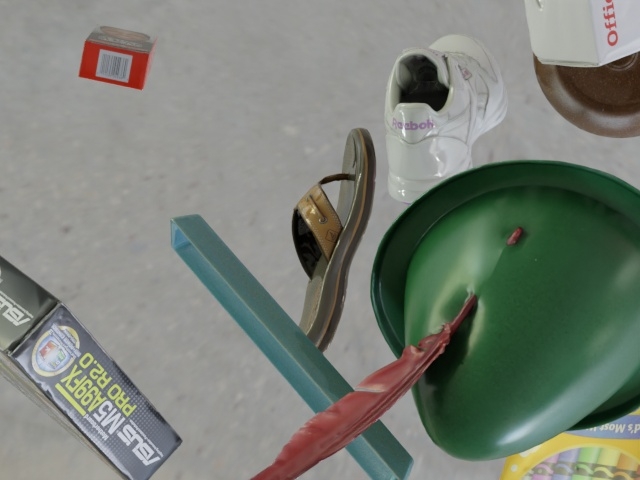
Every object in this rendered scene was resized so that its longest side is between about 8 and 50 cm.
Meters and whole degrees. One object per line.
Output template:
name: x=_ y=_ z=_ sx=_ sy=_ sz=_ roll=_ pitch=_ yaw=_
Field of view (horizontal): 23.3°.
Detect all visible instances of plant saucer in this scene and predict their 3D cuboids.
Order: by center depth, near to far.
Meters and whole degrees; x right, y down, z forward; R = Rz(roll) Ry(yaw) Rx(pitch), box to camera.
plant saucer: x=-0.016 y=0.062 z=0.861 sx=0.018 sy=0.067 sz=0.192 roll=-41 pitch=83 yaw=-14
plant saucer: x=0.335 y=-0.212 z=1.735 sx=0.198 sy=0.036 sz=0.199 roll=2 pitch=100 yaw=13

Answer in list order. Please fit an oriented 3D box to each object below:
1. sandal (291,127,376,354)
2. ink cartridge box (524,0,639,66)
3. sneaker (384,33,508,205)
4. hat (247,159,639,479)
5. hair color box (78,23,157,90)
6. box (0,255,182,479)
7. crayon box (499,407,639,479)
sandal: x=0.000 y=0.000 z=1.306 sx=0.060 sy=0.090 sz=0.219 roll=19 pitch=75 yaw=-7
ink cartridge box: x=0.302 y=-0.271 z=1.477 sx=0.219 sy=0.092 sz=0.160 roll=-24 pitch=111 yaw=-28
sneaker: x=0.141 y=-0.170 z=1.731 sx=0.114 sy=0.305 sz=0.152 roll=0 pitch=125 yaw=15
hat: x=0.081 y=0.085 z=0.764 sx=0.173 sy=0.183 sz=0.208 roll=42 pitch=126 yaw=-11
hair color box: x=-0.217 y=-0.199 z=1.673 sx=0.072 sy=0.141 sz=0.043 roll=11 pitch=103 yaw=-6
box: x=-0.258 y=0.077 z=1.310 sx=0.270 sy=0.216 sz=0.060 roll=31 pitch=72 yaw=40
crayon box: x=0.281 y=0.203 z=1.443 sx=0.203 sy=0.083 sz=0.323 roll=0 pitch=61 yaw=44
